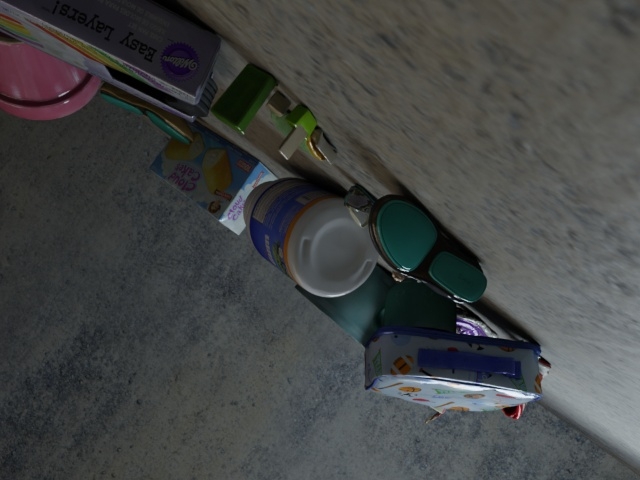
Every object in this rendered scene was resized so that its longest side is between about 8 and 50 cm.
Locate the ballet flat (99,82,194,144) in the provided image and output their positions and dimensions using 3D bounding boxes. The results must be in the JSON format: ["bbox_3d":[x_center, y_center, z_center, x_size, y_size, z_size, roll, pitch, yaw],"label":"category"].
[{"bbox_3d":[-0.353,-0.285,1.318,0.232,0.073,0.080,29,168,4],"label":"ballet flat"}]

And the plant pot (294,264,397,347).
[{"bbox_3d":[0.100,0.151,1.774,0.293,0.196,0.293,40,176,3],"label":"plant pot"}]

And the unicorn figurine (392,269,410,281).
[{"bbox_3d":[0.222,0.116,1.312,0.162,0.060,0.111,52,-177,18],"label":"unicorn figurine"}]

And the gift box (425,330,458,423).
[{"bbox_3d":[0.289,0.328,1.706,0.258,0.276,0.255,29,-179,12],"label":"gift box"}]

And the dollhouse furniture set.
[{"bbox_3d":[-0.044,-0.109,0.635,0.076,0.059,0.151,35,177,26],"label":"dollhouse furniture set"}]

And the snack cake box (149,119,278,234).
[{"bbox_3d":[-0.240,-0.147,1.391,0.264,0.152,0.089,34,176,32],"label":"snack cake box"}]

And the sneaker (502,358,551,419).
[{"bbox_3d":[0.397,0.291,1.278,0.087,0.128,0.221,35,177,25],"label":"sneaker"}]

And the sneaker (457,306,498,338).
[{"bbox_3d":[0.310,0.195,1.306,0.170,0.071,0.068,39,176,-35],"label":"sneaker"}]

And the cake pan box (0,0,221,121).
[{"bbox_3d":[-0.229,-0.214,0.650,0.266,0.070,0.246,24,-179,-14],"label":"cake pan box"}]

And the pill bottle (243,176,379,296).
[{"bbox_3d":[-0.031,-0.019,1.025,0.152,0.152,0.272,37,176,-29],"label":"pill bottle"}]

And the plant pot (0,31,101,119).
[{"bbox_3d":[-0.439,-0.308,0.943,0.201,0.201,0.180,36,162,-2],"label":"plant pot"}]

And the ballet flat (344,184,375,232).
[{"bbox_3d":[0.070,-0.028,0.821,0.114,0.041,0.041,37,177,-33],"label":"ballet flat"}]

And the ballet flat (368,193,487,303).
[{"bbox_3d":[0.108,0.009,0.702,0.203,0.074,0.074,35,178,-35],"label":"ballet flat"}]

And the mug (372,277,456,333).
[{"bbox_3d":[0.169,0.123,1.149,0.157,0.097,0.129,1,160,12],"label":"mug"}]

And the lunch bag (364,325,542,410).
[{"bbox_3d":[0.232,0.224,1.106,0.303,0.115,0.243,6,158,-2],"label":"lunch bag"}]
